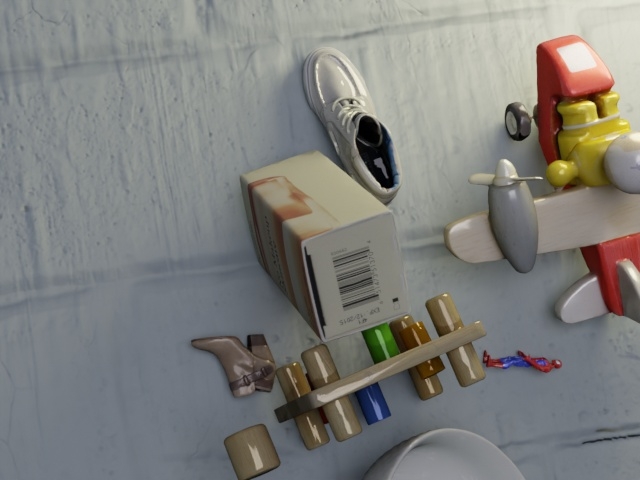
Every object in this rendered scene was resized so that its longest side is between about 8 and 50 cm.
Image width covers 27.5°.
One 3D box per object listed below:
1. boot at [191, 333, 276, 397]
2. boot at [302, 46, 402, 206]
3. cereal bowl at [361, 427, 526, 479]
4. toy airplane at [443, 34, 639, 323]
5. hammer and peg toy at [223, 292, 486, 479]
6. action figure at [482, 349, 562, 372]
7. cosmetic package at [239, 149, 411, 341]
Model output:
[{"bbox_3d":[-0.120,0.177,1.841,0.118,0.042,0.087,-3,83,-10],"label":"boot"},{"bbox_3d":[0.055,-0.175,1.891,0.095,0.123,0.258,-23,85,-13],"label":"boot"},{"bbox_3d":[0.154,0.431,1.763,0.339,0.141,0.339,20,58,-37],"label":"cereal bowl"},{"bbox_3d":[0.412,-0.065,1.861,0.384,0.272,0.386,31,76,-4],"label":"toy airplane"},{"bbox_3d":[0.024,0.198,1.753,0.361,0.266,0.127,-21,83,-15],"label":"hammer and peg toy"},{"bbox_3d":[0.298,0.177,1.919,0.115,0.038,0.030,8,96,-8],"label":"action figure"},{"bbox_3d":[0.000,0.000,1.747,0.129,0.296,0.153,-18,112,-12],"label":"cosmetic package"}]
